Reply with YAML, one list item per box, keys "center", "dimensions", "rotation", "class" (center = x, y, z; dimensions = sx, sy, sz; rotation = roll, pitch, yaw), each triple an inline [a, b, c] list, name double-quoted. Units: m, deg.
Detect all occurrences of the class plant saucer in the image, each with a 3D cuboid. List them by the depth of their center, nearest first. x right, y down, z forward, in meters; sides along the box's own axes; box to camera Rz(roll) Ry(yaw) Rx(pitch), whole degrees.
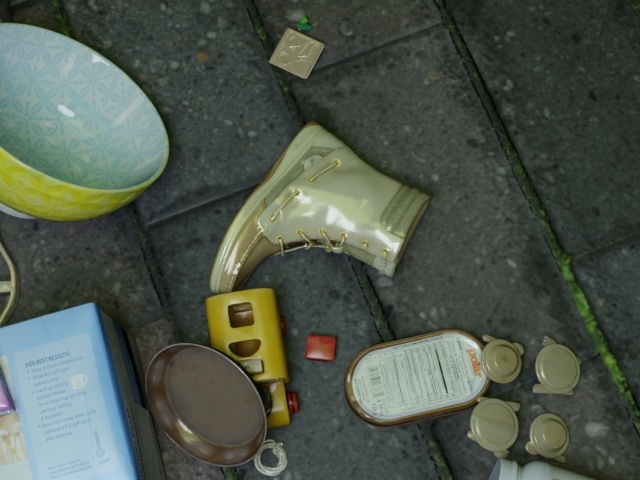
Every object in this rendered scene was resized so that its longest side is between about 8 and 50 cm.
- center: [-0.132, 0.191, 1.285]
  dimensions: [0.168, 0.168, 0.029]
  rotation: [34, 36, 9]
  class: "plant saucer"

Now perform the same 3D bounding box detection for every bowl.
- center: [-0.354, -0.119, 1.364]
  dimensions: [0.289, 0.289, 0.156]
  rotation: [49, 123, 12]
  class: "bowl"

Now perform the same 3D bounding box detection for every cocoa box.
- center: [-0.377, 0.240, 1.246]
  dimensions: [0.347, 0.228, 0.231]
  rotation: [-16, 75, -3]
  class: "cocoa box"

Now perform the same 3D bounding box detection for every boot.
- center: [0.000, 0.000, 1.376]
  dimensions: [0.203, 0.095, 0.262]
  rotation: [32, 74, 8]
  class: "boot"

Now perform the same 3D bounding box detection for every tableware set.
- center: [0.254, 0.194, 1.338]
  dimensions: [0.141, 0.020, 0.168]
  rotation: [17, 70, -14]
  class: "tableware set"

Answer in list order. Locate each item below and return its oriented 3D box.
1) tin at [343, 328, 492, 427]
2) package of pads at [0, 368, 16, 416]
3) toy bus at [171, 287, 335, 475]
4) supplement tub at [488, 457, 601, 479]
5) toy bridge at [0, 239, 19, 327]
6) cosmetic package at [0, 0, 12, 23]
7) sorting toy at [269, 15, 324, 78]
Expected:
- center: [0.123, 0.173, 1.356]
  dimensions: [0.190, 0.040, 0.106]
  rotation: [-13, 79, -3]
  class: "tin"
- center: [-0.358, 0.152, 1.134]
  dimensions: [0.050, 0.032, 0.083]
  rotation: [-24, 73, -7]
  class: "package of pads"
- center: [-0.086, 0.157, 1.327]
  dimensions: [0.202, 0.104, 0.191]
  rotation: [34, 78, 10]
  class: "toy bus"
- center: [0.287, 0.341, 1.251]
  dimensions: [0.200, 0.144, 0.144]
  rotation: [18, 76, 6]
  class: "supplement tub"
- center: [-0.425, 0.063, 1.399]
  dimensions: [0.063, 0.026, 0.188]
  rotation: [-3, 75, -1]
  class: "toy bridge"
- center: [-0.584, -0.307, 1.429]
  dimensions: [0.310, 0.160, 0.113]
  rotation: [-15, 69, -2]
  class: "cosmetic package"
- center: [-0.026, -0.268, 1.488]
  dimensions: [0.062, 0.012, 0.083]
  rotation: [25, 80, 12]
  class: "sorting toy"
